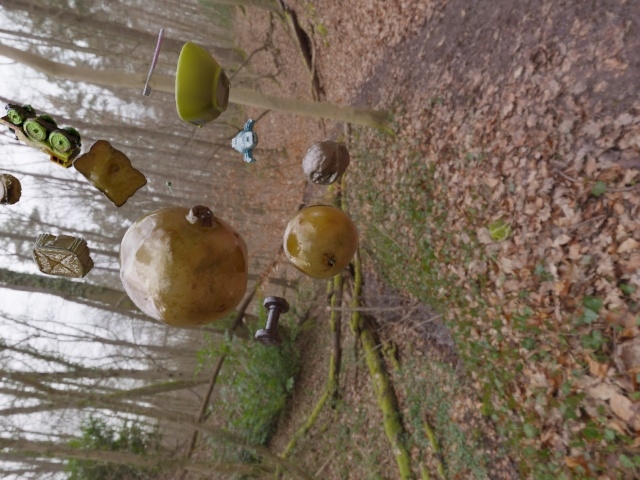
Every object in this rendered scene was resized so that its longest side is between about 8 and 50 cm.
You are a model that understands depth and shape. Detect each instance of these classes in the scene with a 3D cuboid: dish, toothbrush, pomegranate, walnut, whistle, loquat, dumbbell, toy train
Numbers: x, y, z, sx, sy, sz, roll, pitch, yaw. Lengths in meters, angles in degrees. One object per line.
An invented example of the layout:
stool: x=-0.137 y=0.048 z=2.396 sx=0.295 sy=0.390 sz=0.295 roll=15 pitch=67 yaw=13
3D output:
dish: x=-0.341 y=-0.453 z=1.248 sx=0.262 sy=0.108 sz=0.222 roll=95 pitch=-176 yaw=-87
toothbrush: x=-0.706 y=-0.757 z=1.757 sx=0.020 sy=0.025 sz=0.287 roll=32 pitch=106 yaw=55
pomegranate: x=-0.426 y=0.071 z=1.323 sx=0.416 sy=0.415 sz=0.418 roll=-173 pitch=90 yaw=-79
walnut: x=0.032 y=-0.432 z=2.277 sx=0.273 sy=0.272 sz=0.227 roll=116 pitch=160 yaw=-59
whistle: x=-0.332 y=-0.444 z=1.849 sx=0.274 sy=0.092 sz=0.187 roll=-165 pitch=76 yaw=-64
loquat: x=0.000 y=0.000 z=1.417 sx=0.263 sy=0.262 sz=0.264 roll=-173 pitch=90 yaw=-79
dumbbell: x=-0.235 y=0.400 z=2.046 sx=0.141 sy=0.123 sz=0.226 roll=62 pitch=-151 yaw=-44
toy train: x=-1.083 y=-0.411 z=1.604 sx=0.161 sy=0.296 sz=0.101 roll=-55 pitch=11 yaw=33

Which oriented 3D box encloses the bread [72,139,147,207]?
bread: x=-0.776 y=-0.252 z=1.519 sx=0.161 sy=0.088 sz=0.233 roll=-50 pitch=-43 yaw=-18

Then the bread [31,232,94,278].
bread: x=-1.127 y=0.065 z=1.813 sx=0.110 sy=0.209 sz=0.192 roll=-91 pitch=9 yaw=-47

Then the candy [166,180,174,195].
candy: x=-0.715 y=-0.246 z=1.979 sx=0.084 sy=0.023 sz=0.025 roll=62 pitch=-160 yaw=1

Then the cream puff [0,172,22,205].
cream puff: x=-1.198 y=-0.197 z=1.564 sx=0.133 sy=0.119 sz=0.104 roll=-48 pitch=-2 yaw=10
